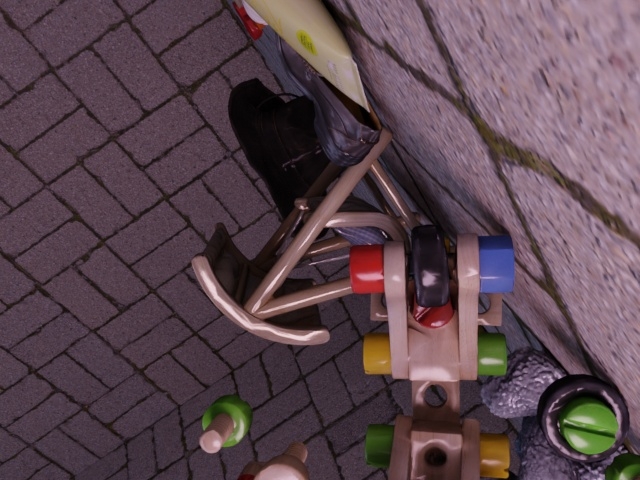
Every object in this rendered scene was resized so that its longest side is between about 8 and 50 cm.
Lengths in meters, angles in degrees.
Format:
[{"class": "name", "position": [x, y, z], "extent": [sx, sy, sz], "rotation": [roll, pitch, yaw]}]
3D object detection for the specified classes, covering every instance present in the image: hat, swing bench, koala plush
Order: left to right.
[{"class": "hat", "position": [-0.014, -0.162, 1.157], "extent": [0.331, 0.134, 0.331], "rotation": [54, -157, -34]}, {"class": "swing bench", "position": [0.000, 0.000, 0.809], "extent": [0.165, 0.254, 0.253], "rotation": [55, -177, -10]}, {"class": "koala plush", "position": [0.183, 0.257, 0.633], "extent": [0.196, 0.221, 0.203], "rotation": [53, -176, -46]}]

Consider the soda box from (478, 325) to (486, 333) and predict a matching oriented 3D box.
[{"class": "soda box", "position": [0.231, 0.137, 1.166], "extent": [0.181, 0.061, 0.058], "rotation": [59, -176, 38]}]

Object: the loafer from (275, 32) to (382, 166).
[{"class": "loafer", "position": [0.012, -0.158, 0.639], "extent": [0.061, 0.062, 0.170], "rotation": [-33, 83, 54]}]

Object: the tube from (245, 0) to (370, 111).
[{"class": "tube", "position": [-0.036, -0.212, 0.579], "extent": [0.070, 0.062, 0.240], "rotation": [-22, -112, -46]}]

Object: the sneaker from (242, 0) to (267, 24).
[{"class": "sneaker", "position": [-0.097, -0.333, 0.806], "extent": [0.152, 0.053, 0.061], "rotation": [50, 174, -5]}]

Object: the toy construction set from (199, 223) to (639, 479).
[{"class": "toy construction set", "position": [0.061, 0.127, 0.569], "extent": [0.257, 0.308, 0.237], "rotation": [64, -172, -1]}]

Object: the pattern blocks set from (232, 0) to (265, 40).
[{"class": "pattern blocks set", "position": [-0.169, -0.473, 1.115], "extent": [0.285, 0.026, 0.325], "rotation": [56, 179, -8]}]
